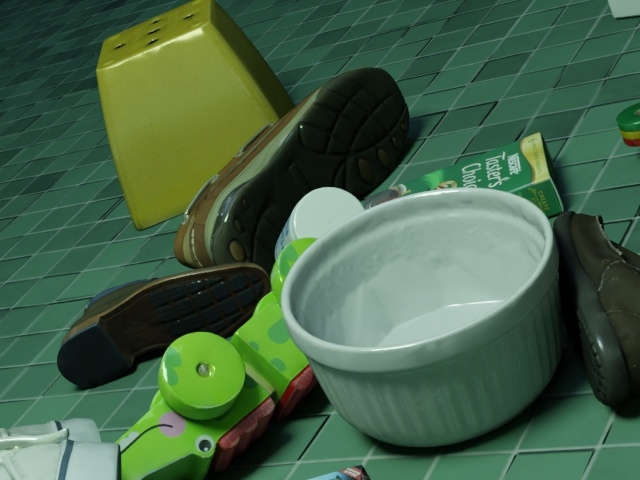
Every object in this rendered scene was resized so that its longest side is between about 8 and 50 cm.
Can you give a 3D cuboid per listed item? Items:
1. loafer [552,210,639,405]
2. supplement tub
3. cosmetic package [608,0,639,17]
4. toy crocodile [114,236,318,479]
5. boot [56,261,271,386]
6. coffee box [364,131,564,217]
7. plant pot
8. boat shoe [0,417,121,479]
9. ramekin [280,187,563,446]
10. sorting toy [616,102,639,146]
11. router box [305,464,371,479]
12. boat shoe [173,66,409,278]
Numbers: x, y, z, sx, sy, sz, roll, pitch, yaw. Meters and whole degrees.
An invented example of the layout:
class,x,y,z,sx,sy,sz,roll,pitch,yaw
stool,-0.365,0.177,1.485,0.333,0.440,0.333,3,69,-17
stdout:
class,x,y,z,sx,sy,sz,roll,pitch,yaw
loafer,0.220,0.046,1.111,0.078,0.080,0.220,-10,30,3
supplement tub,0.000,0.000,1.373,0.071,0.071,0.107,-33,-10,-18
cosmetic package,0.462,-0.373,1.593,0.385,0.217,0.156,5,37,46
toy crocodile,-0.045,0.102,1.221,0.340,0.105,0.115,-41,-14,-33
boot,-0.147,0.054,1.444,0.219,0.082,0.106,-22,25,11
coffee box,0.129,-0.035,1.408,0.184,0.040,0.113,-19,23,13
plant pot,-0.159,-0.167,1.805,0.212,0.187,0.212,-23,22,6
boat shoe,-0.221,0.184,1.038,0.156,0.136,0.367,0,4,-13
ramekin,0.083,0.060,1.130,0.207,0.109,0.207,-14,29,8
sorting toy,0.404,-0.127,1.322,0.274,0.046,0.132,-5,30,41
router box,-0.012,0.209,1.019,0.092,0.038,0.122,-19,23,16
boat shoe,-0.035,-0.074,1.566,0.120,0.122,0.324,-5,29,46
